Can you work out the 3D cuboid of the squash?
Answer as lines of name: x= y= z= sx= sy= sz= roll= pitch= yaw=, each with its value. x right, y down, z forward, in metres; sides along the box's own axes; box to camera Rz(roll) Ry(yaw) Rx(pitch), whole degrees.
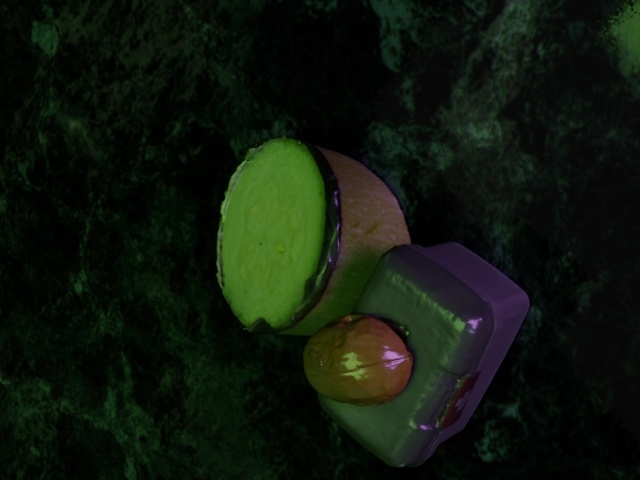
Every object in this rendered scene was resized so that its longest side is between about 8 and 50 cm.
squash: x=-0.013 y=-0.007 z=1.409 sx=0.220 sy=0.133 sz=0.220 roll=1 pitch=91 yaw=49

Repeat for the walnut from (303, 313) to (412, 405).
walnut: x=0.027 y=0.120 z=1.259 sx=0.121 sy=0.052 sz=0.091 roll=-6 pitch=98 yaw=41

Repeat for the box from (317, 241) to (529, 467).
box: x=0.101 y=0.109 z=1.316 sx=0.148 sy=0.129 sz=0.210 roll=38 pitch=120 yaw=25
